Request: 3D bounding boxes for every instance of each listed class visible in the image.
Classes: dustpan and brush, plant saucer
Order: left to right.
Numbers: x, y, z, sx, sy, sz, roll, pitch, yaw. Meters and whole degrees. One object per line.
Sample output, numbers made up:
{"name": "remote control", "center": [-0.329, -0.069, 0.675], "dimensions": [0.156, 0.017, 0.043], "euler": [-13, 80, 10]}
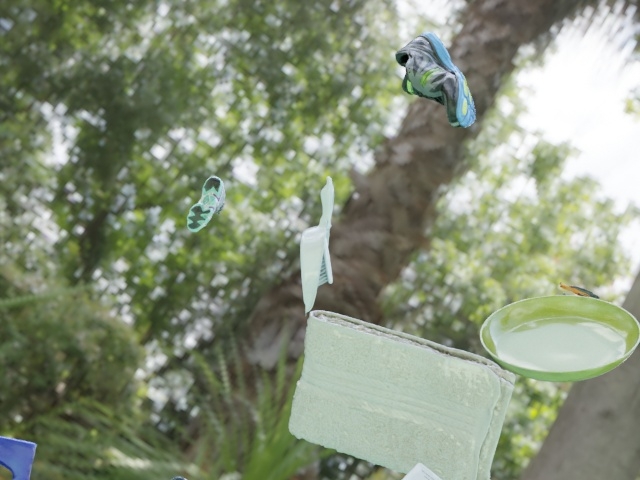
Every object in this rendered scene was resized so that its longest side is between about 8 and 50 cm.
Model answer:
{"name": "dustpan and brush", "center": [0.000, 0.000, 2.152], "dimensions": [0.060, 0.147, 0.211], "euler": [-4, -74, 7]}
{"name": "plant saucer", "center": [0.363, 0.153, 2.009], "dimensions": [0.241, 0.241, 0.037], "euler": [13, -59, 36]}

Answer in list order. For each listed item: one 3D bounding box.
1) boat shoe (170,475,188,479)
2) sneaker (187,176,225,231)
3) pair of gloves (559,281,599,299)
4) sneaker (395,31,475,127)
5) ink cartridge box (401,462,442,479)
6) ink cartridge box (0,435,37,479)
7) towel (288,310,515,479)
{"name": "boat shoe", "center": [-0.237, 0.458, 1.890], "dimensions": [0.109, 0.258, 0.089], "euler": [1, -33, 4]}
{"name": "sneaker", "center": [-0.180, -0.050, 2.160], "dimensions": [0.038, 0.098, 0.069], "euler": [26, -11, 17]}
{"name": "pair of gloves", "center": [0.465, 0.100, 2.376], "dimensions": [0.074, 0.010, 0.083], "euler": [22, -18, 20]}
{"name": "sneaker", "center": [0.153, -0.207, 1.777], "dimensions": [0.067, 0.078, 0.188], "euler": [63, 1, -46]}
{"name": "ink cartridge box", "center": [0.095, 0.360, 1.602], "dimensions": [0.063, 0.150, 0.109], "euler": [36, -22, 31]}
{"name": "ink cartridge box", "center": [-0.319, 0.335, 1.017], "dimensions": [0.270, 0.396, 0.151], "euler": [13, -42, -5]}
{"name": "towel", "center": [0.101, 0.214, 1.731], "dimensions": [0.282, 0.049, 0.187], "euler": [15, -70, 11]}
